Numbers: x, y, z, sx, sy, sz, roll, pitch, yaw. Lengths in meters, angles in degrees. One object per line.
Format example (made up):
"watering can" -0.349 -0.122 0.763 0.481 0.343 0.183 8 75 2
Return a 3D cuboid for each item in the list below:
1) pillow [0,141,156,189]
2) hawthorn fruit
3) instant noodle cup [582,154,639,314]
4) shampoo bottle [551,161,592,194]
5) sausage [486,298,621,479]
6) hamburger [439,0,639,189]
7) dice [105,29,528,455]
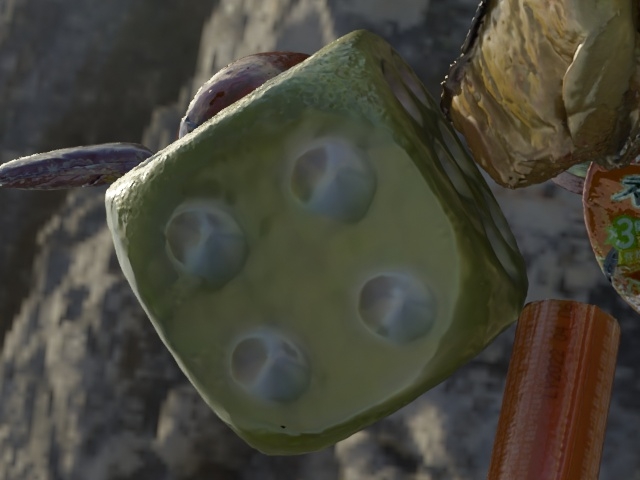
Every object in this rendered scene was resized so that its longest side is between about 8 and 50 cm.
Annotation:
"pillow" -0.237 -0.072 1.879 0.118 0.185 0.043 -119 26 -86
"hawthorn fruit" -0.042 -0.082 1.687 0.173 0.173 0.173 -172 90 -66
"instant noodle cup" 0.355 -0.049 1.601 0.182 0.230 0.230 -49 -5 -45
"shampoo bottle" 0.262 -0.158 1.850 0.314 0.118 0.076 74 -145 -54
"sausage" 0.138 0.150 1.200 0.071 0.071 0.234 -44 26 54
"hamburger" 0.167 -0.118 1.113 0.262 0.124 0.131 110 139 -60
"dice" 0.000 0.000 1.400 0.233 0.238 0.227 -32 7 11
